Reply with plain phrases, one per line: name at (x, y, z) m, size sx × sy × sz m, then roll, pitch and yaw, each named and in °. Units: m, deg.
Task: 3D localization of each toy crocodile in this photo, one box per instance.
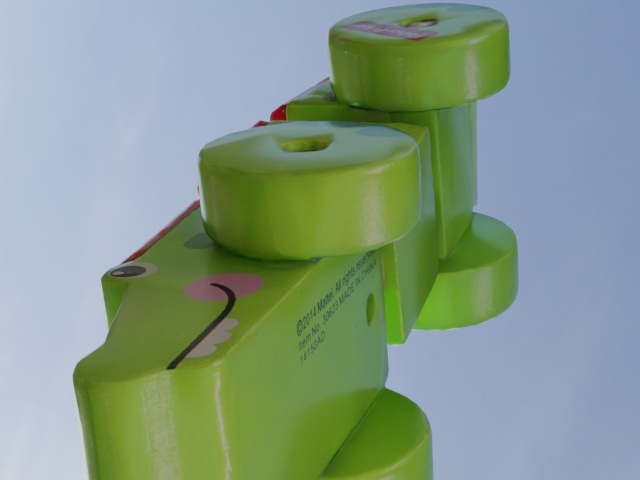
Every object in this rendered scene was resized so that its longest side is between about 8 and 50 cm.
toy crocodile at (0.000, 0.000, 0.463) m, size 0.105 × 0.115 × 0.340 m, roll 2°, pitch -156°, yaw 19°
